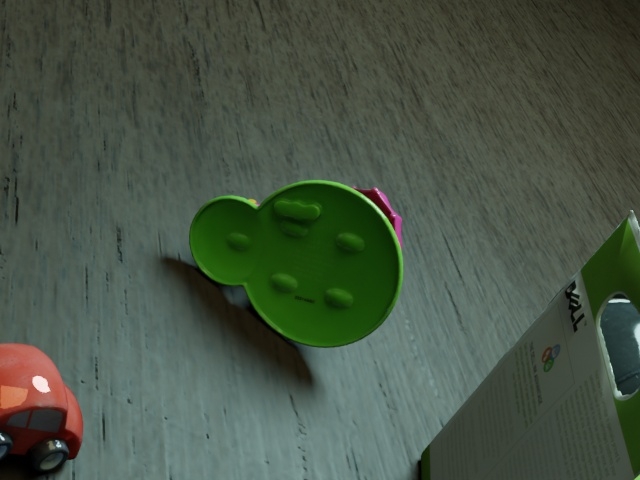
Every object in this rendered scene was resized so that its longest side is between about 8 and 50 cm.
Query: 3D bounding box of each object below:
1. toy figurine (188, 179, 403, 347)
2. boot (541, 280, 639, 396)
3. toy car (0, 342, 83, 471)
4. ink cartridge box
[{"bbox_3d":[0.000,0.000,0.853,0.173,0.130,0.159,13,14,14],"label":"toy figurine"},{"bbox_3d":[0.393,0.221,0.807,0.367,0.146,0.445,7,32,-10],"label":"boot"},{"bbox_3d":[-0.210,0.079,0.491,0.239,0.053,0.225,37,14,-22],"label":"toy car"},{"bbox_3d":[0.167,0.141,0.637,0.097,0.255,0.189,25,33,-13],"label":"ink cartridge box"}]
